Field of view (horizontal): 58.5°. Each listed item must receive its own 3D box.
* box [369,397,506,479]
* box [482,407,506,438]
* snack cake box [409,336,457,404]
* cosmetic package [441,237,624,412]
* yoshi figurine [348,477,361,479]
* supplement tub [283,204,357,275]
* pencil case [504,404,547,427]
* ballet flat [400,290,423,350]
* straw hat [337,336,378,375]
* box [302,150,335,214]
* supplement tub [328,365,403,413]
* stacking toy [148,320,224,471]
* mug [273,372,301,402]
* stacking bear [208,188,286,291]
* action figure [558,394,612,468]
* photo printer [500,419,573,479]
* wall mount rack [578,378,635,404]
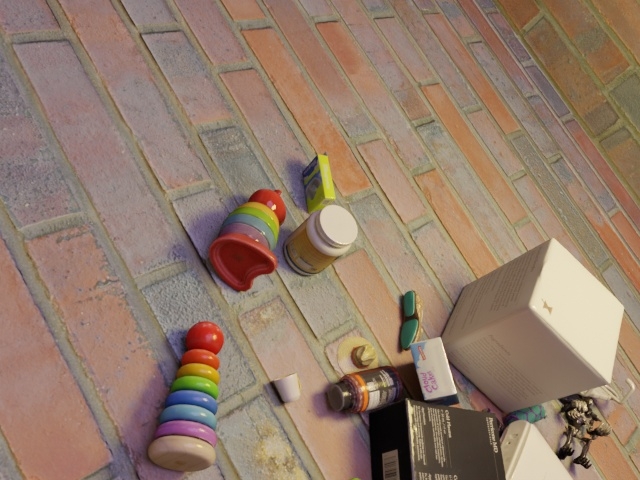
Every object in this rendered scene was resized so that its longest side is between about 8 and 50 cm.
[{"bbox_3d":[0.307,0.616,1.478,0.312,0.179,0.343,16,56,-25],"label":"box"},{"bbox_3d":[0.535,0.612,1.740,0.162,0.029,0.116,50,48,-2],"label":"box"},{"bbox_3d":[0.322,0.376,1.591,0.264,0.089,0.152,55,22,-64],"label":"snack cake box"},{"bbox_3d":[0.645,0.273,1.774,0.327,0.393,0.329,44,49,-5],"label":"cosmetic package"},{"bbox_3d":[0.088,0.708,1.246,0.203,0.203,0.362,-23,95,-43],"label":"yoshi figurine"},{"bbox_3d":[0.000,0.000,1.620,0.144,0.199,0.144,17,56,-26],"label":"supplement tub"},{"bbox_3d":[0.655,0.567,1.826,0.151,0.064,0.070,-9,113,-37],"label":"pencil case"},{"bbox_3d":[0.291,0.252,1.763,0.067,0.073,0.206,35,51,-32],"label":"ballet flat"},{"bbox_3d":[0.122,0.323,1.605,0.144,0.061,0.145,17,55,-27],"label":"straw hat"},{"bbox_3d":[-0.008,-0.182,1.785,0.042,0.109,0.178,7,60,-30],"label":"box"},{"bbox_3d":[0.118,0.400,1.526,0.197,0.106,0.106,-2,65,-35],"label":"supplement tub"},{"bbox_3d":[-0.284,0.334,1.288,0.141,0.141,0.330,23,46,-22],"label":"stacking toy"},{"bbox_3d":[-0.073,0.372,1.443,0.078,0.062,0.064,-13,79,-32],"label":"mug"},{"bbox_3d":[-0.177,-0.033,1.557,0.164,0.175,0.289,42,38,-16],"label":"stacking bear"},{"bbox_3d":[0.880,0.612,1.907,0.164,0.141,0.276,33,50,1],"label":"action figure"},{"bbox_3d":[0.621,0.725,1.656,0.308,0.107,0.256,54,48,-9],"label":"photo printer"},{"bbox_3d":[0.944,0.449,2.065,0.349,0.131,0.304,17,20,-27],"label":"wall mount rack"}]
